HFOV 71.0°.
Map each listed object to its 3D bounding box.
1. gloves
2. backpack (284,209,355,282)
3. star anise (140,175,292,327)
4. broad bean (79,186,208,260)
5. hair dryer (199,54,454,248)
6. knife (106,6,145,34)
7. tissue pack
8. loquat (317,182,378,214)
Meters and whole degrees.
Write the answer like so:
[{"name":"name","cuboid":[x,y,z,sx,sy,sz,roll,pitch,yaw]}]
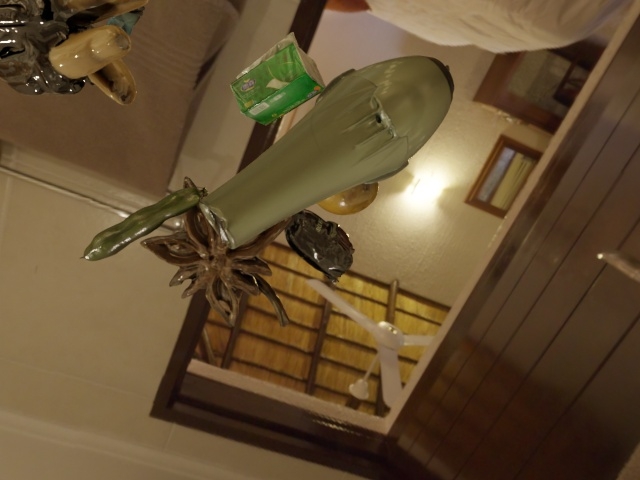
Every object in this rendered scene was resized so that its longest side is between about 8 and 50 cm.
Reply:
[{"name":"gloves","cuboid":[-0.199,-0.166,0.299,0.203,0.124,0.164,37,168,31]},{"name":"backpack","cuboid":[0.000,0.000,0.977,0.165,0.106,0.120,44,-170,-27]},{"name":"star anise","cuboid":[-0.203,0.038,0.951,0.349,0.292,0.109,18,-156,-3]},{"name":"broad bean","cuboid":[-0.319,-0.031,0.804,0.046,0.254,0.065,60,176,-1]},{"name":"hair dryer","cuboid":[-0.020,-0.061,0.382,0.219,0.225,0.088,-39,-78,-39]},{"name":"knife","cuboid":[-0.422,-0.390,0.893,0.044,0.026,0.296,2,169,-40]},{"name":"tissue pack","cuboid":[-0.120,-0.436,1.207,0.148,0.209,0.156,4,-118,-67]},{"name":"loquat","cuboid":[0.068,-0.179,1.334,0.213,0.213,0.213,21,-161,-8]}]
